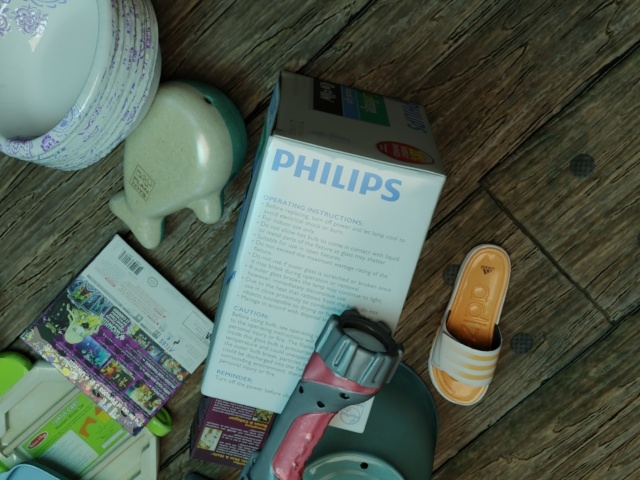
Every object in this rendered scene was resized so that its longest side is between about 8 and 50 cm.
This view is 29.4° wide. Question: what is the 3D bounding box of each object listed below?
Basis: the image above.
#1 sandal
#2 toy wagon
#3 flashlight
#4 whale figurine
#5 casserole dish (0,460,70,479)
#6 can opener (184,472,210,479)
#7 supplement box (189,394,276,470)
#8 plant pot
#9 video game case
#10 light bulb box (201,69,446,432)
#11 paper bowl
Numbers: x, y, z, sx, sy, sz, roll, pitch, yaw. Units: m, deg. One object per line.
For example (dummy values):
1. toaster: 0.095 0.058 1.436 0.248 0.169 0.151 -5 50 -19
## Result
1. sandal: 0.225 0.136 1.834 0.102 0.076 0.265 9 110 0
2. toy wagon: -0.411 0.284 1.922 0.267 0.068 0.344 -40 103 15
3. flashlight: -0.007 0.233 1.494 0.103 0.103 0.304 22 110 -10
4. whale figurine: -0.204 -0.111 1.750 0.216 0.141 0.272 45 130 12
5. casserole dish: -0.422 0.413 1.912 0.188 0.037 0.114 31 108 -9
6. can opener: -0.104 0.467 1.966 0.280 0.093 0.074 29 109 -3
7. supplement box: -0.126 0.251 1.872 0.104 0.081 0.188 15 117 -14
8. plant pot: 0.045 0.333 1.819 0.271 0.255 0.272 1 109 3
9. video game case: -0.295 0.142 1.839 0.232 0.042 0.210 43 81 -12
10. light bulb box: 0.000 0.000 1.647 0.225 0.358 0.361 14 110 -5
11. paper bowl: -0.327 -0.233 1.646 0.148 0.284 0.284 18 116 -48
